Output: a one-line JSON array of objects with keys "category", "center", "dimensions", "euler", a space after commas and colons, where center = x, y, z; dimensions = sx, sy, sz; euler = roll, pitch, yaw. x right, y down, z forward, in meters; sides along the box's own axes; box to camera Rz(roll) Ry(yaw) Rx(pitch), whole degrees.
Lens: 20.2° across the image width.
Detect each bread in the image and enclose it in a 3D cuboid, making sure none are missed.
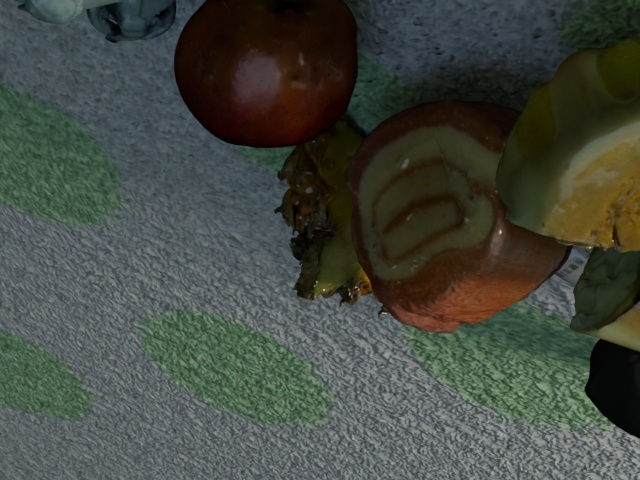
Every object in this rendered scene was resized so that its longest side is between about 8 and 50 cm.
[{"category": "bread", "center": [0.132, -0.034, 1.626], "dimensions": [0.123, 0.190, 0.244], "euler": [-1, 158, -41]}, {"category": "bread", "center": [0.318, -0.042, 1.479], "dimensions": [0.333, 0.160, 0.333], "euler": [6, 134, 6]}]

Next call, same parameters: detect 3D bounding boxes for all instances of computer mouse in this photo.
[{"category": "computer mouse", "center": [0.332, 0.157, 1.788], "dimensions": [0.138, 0.086, 0.270], "euler": [25, 177, 20]}]

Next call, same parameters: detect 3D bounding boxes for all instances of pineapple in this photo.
[{"category": "pineapple", "center": [0.003, 0.003, 1.804], "dimensions": [0.140, 0.164, 0.250], "euler": [6, 150, 43]}]

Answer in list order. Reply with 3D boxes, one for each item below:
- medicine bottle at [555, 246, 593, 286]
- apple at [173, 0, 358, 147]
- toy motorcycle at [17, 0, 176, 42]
[{"category": "medicine bottle", "center": [0.318, 0.039, 1.692], "dimensions": [0.260, 0.095, 0.095], "euler": [30, 150, -12]}, {"category": "apple", "center": [-0.049, -0.161, 1.585], "dimensions": [0.156, 0.147, 0.158], "euler": [38, 154, 19]}, {"category": "toy motorcycle", "center": [-0.206, -0.268, 1.531], "dimensions": [0.260, 0.154, 0.206], "euler": [21, 135, -30]}]
